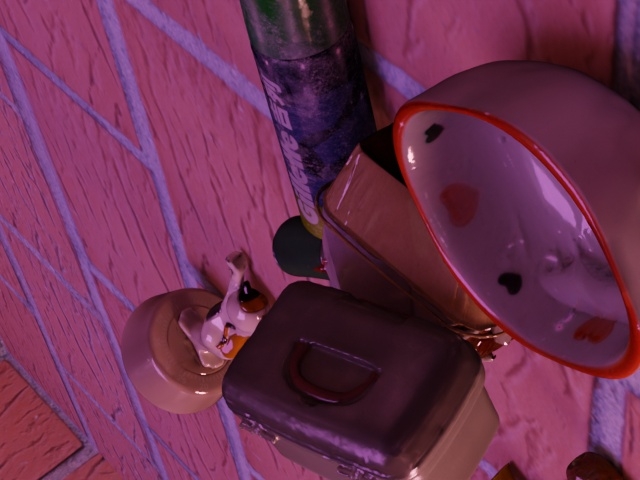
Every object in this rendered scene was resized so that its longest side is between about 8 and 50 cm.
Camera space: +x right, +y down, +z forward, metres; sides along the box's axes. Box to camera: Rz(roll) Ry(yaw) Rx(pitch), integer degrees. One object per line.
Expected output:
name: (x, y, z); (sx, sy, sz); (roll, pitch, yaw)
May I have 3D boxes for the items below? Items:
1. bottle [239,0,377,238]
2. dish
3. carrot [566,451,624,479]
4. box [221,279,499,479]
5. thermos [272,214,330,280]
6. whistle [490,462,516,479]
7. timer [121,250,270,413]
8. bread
bottle: (-0.006, -0.141, 1.408); (0.093, 0.093, 0.330); (37, 155, 38)
dish: (0.178, -0.031, 1.144); (0.256, 0.117, 0.256); (45, 160, 22)
carrot: (0.306, 0.280, 1.498); (0.191, 0.047, 0.047); (49, 160, 1)
box: (0.035, 0.134, 1.318); (0.210, 0.148, 0.129); (19, 154, 36)
thermos: (-0.001, 0.005, 1.673); (0.083, 0.073, 0.187); (57, 160, -16)
whistle: (0.232, 0.284, 1.695); (0.109, 0.057, 0.046); (36, -159, 19)
timer: (-0.137, 0.120, 2.110); (0.175, 0.175, 0.266); (54, 144, -3)
bread: (0.101, 0.014, 1.382); (0.224, 0.142, 0.212); (40, 143, 28)
